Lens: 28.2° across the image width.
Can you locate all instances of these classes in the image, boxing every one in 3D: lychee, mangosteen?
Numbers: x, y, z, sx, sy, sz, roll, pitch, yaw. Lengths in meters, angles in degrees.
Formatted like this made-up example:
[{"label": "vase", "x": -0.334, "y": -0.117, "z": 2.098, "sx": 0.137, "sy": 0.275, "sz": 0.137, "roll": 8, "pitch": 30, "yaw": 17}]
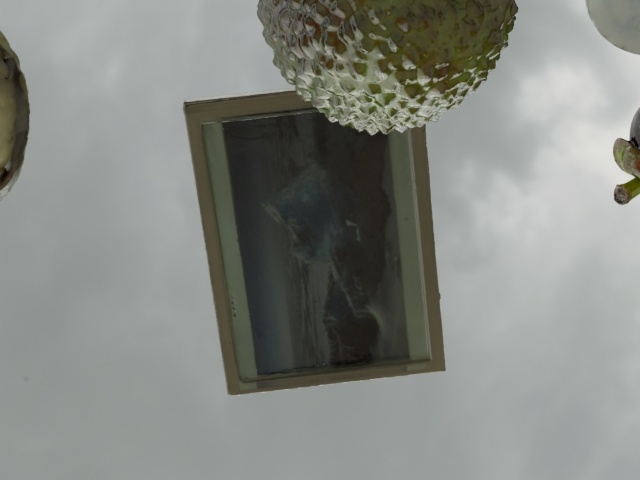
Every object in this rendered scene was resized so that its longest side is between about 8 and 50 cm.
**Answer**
[{"label": "lychee", "x": 0.067, "y": -0.245, "z": 1.285, "sx": 0.270, "sy": 0.320, "sz": 0.270, "roll": 0, "pitch": -98, "yaw": -3}, {"label": "mangosteen", "x": 0.489, "y": -0.115, "z": 1.756, "sx": 0.146, "sy": 0.156, "sz": 0.181, "roll": 21, "pitch": -89, "yaw": -12}]

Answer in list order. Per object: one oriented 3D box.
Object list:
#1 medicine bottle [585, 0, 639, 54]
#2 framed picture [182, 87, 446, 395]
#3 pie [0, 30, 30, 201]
[{"label": "medicine bottle", "x": 0.475, "y": -0.415, "z": 1.805, "sx": 0.190, "sy": 0.190, "sz": 0.332, "roll": 43, "pitch": -146, "yaw": -16}, {"label": "framed picture", "x": 0.000, "y": 0.000, "z": 1.778, "sx": 0.028, "sy": 0.326, "sz": 0.446, "roll": -93, "pitch": -4, "yaw": -69}, {"label": "pie", "x": -0.448, "y": -0.107, "z": 1.243, "sx": 0.339, "sy": 0.339, "sz": 0.077, "roll": 34, "pitch": -170, "yaw": -25}]
